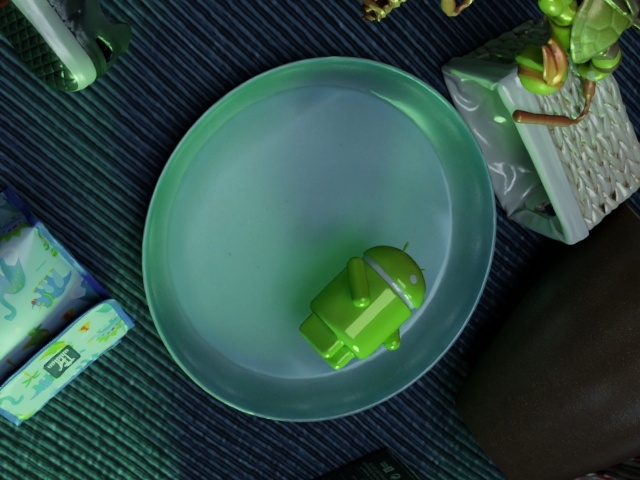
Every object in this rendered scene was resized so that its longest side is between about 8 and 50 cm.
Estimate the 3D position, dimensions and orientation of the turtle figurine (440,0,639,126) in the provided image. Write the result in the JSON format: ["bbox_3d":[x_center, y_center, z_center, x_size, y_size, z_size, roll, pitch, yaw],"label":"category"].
[{"bbox_3d":[0.194,-0.189,0.870,0.269,0.087,0.217,27,95,-54],"label":"turtle figurine"}]

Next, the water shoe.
[{"bbox_3d":[-0.217,-0.208,0.897,0.080,0.073,0.203,-45,120,-31],"label":"water shoe"}]

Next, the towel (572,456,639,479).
[{"bbox_3d":[0.397,0.235,1.108,0.237,0.329,0.037,14,79,-20],"label":"towel"}]

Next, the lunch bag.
[{"bbox_3d":[-0.232,0.060,0.949,0.129,0.096,0.151,-41,129,-8],"label":"lunch bag"}]

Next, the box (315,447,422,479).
[{"bbox_3d":[0.009,0.308,1.100,0.207,0.108,0.153,-21,112,-14],"label":"box"}]

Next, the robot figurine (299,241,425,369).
[{"bbox_3d":[0.038,0.052,1.013,0.115,0.067,0.101,-43,143,-5],"label":"robot figurine"}]

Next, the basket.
[{"bbox_3d":[0.196,-0.099,1.052,0.103,0.113,0.167,-34,114,-11],"label":"basket"}]

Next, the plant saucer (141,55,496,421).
[{"bbox_3d":[0.000,0.000,1.044,0.317,0.043,0.318,-6,106,-19],"label":"plant saucer"}]

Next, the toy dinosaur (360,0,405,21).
[{"bbox_3d":[0.095,-0.307,0.850,0.164,0.218,0.322,87,28,-50],"label":"toy dinosaur"}]

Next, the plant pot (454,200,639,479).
[{"bbox_3d":[0.242,0.114,1.099,0.230,0.215,0.215,-39,116,10],"label":"plant pot"}]
